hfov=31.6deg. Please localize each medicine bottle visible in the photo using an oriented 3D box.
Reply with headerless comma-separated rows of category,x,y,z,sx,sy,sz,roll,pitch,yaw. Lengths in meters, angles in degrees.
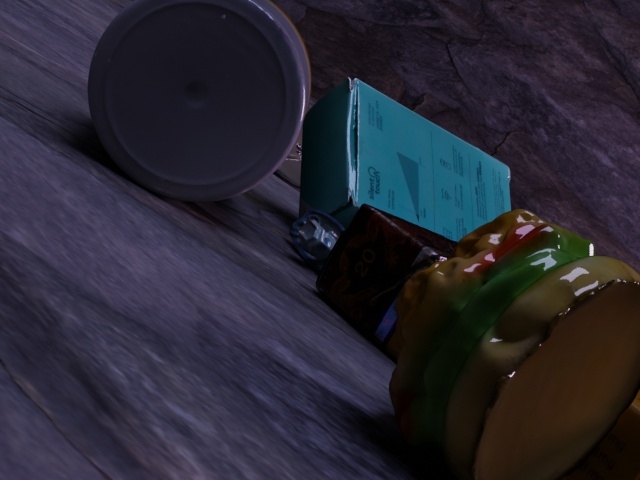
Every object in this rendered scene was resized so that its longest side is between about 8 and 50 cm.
medicine bottle,-0.131,-0.177,1.293,0.237,0.238,0.232,30,11,-5

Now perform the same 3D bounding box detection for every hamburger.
hamburger,0.147,0.085,0.900,0.149,0.237,0.237,39,13,37

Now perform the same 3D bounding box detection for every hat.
hat,-0.027,-0.137,1.850,0.175,0.085,0.147,35,9,27

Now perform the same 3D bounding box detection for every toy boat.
toy boat,0.000,0.000,1.317,0.066,0.059,0.140,40,4,-36

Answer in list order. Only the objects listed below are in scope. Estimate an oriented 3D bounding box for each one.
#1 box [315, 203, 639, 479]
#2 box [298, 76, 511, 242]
box,0.213,0.128,1.163,0.264,0.116,0.415,18,17,-48
box,0.119,-0.055,1.515,0.311,0.118,0.205,24,50,-34
